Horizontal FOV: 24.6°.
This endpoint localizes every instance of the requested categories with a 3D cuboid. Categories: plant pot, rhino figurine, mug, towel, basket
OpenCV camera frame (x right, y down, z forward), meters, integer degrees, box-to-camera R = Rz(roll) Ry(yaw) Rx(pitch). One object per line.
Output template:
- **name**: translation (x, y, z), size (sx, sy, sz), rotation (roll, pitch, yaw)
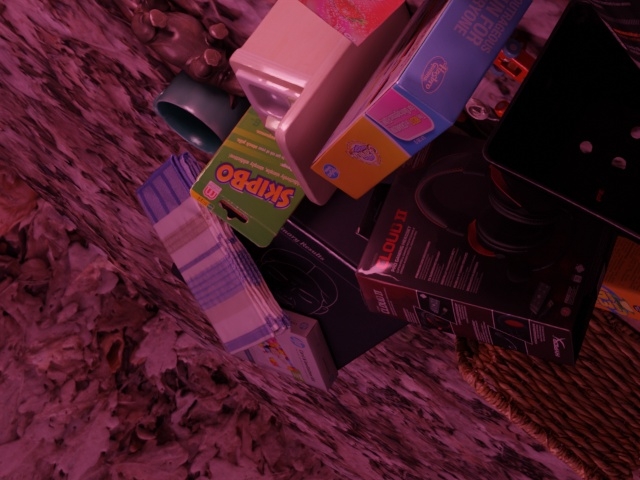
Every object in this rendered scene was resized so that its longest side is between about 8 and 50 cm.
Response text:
- **plant pot**: translation (0.297, -0.099, 1.466), size (0.188, 0.187, 0.167), rotation (29, 175, 19)
- **rhino figurine**: translation (-0.163, -0.261, 2.053), size (0.243, 0.073, 0.106), rotation (37, 159, -11)
- **mug**: translation (-0.174, -0.208, 2.170), size (0.158, 0.097, 0.129), rotation (32, 163, 13)
- **towel**: translation (-0.151, 0.023, 2.028), size (0.285, 0.034, 0.209), rotation (59, 153, 0)
- **basket**: translation (0.330, 0.207, 2.122), size (0.299, 0.223, 0.213), rotation (38, 163, -11)

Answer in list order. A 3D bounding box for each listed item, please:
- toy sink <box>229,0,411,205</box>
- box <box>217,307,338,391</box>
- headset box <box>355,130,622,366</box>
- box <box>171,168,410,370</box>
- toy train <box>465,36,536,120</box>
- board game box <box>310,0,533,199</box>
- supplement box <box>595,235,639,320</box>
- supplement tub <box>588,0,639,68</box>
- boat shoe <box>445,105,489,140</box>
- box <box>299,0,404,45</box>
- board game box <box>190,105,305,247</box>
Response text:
- **toy sink**: translation (-0.006, -0.185, 1.686), size (0.131, 0.234, 0.153), rotation (24, 161, 31)
- **box**: translation (-0.074, 0.142, 2.151), size (0.186, 0.038, 0.145), rotation (18, 149, 27)
- **headset box**: translation (0.190, 0.000, 1.742), size (0.293, 0.218, 0.110), rotation (15, 156, 20)
- **box**: translation (0.000, 0.000, 2.112), size (0.293, 0.212, 0.395), rotation (37, 154, -6)
- **toy train**: translation (0.223, -0.170, 1.623), size (0.125, 0.046, 0.166), rotation (35, 160, 5)
- **board game box**: translation (0.114, -0.183, 1.453), size (0.064, 0.242, 0.316), rotation (35, 164, -5)
- **supplement box**: translation (0.357, 0.038, 1.865), size (0.233, 0.080, 0.078), rotation (15, 156, 43)
- **supplement tub**: translation (0.237, -0.276, 1.032), size (0.338, 0.207, 0.207), rotation (44, 161, -29)
- **boat shoe**: translation (0.185, -0.120, 1.824), size (0.049, 0.043, 0.137), rotation (13, 153, 47)
- **box**: translation (0.058, -0.316, 1.370), size (0.154, 0.142, 0.300), rotation (37, 163, -8)
- **board game box**: translation (-0.049, -0.123, 1.883), size (0.124, 0.259, 0.039), rotation (36, 163, -4)
